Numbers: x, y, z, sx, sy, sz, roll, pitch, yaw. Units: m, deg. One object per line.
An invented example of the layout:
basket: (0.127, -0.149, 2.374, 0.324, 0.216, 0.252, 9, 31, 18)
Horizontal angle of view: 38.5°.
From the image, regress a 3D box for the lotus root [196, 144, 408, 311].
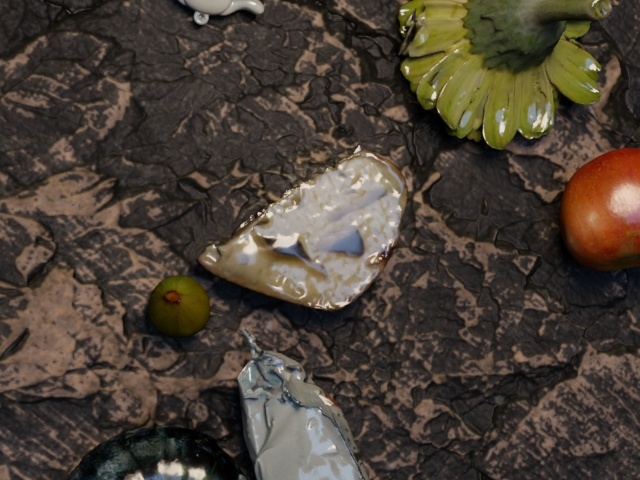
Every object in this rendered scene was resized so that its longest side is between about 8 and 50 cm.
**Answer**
lotus root: (0.000, 0.000, 1.115, 0.261, 0.074, 0.170, -41, 98, -10)

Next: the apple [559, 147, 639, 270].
apple: (0.380, -0.039, 1.152, 0.163, 0.163, 0.139, -6, 75, -12)

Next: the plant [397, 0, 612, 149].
plant: (0.216, -0.262, 1.116, 0.261, 0.297, 0.306, -9, 107, 18)

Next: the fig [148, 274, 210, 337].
fig: (-0.166, 0.075, 1.069, 0.074, 0.088, 0.074, 1, 71, -3)

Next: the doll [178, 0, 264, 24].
doll: (-0.126, -0.317, 1.110, 0.135, 0.071, 0.113, 37, 89, -12)

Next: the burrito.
burrito: (-0.001, 0.307, 1.083, 0.139, 0.101, 0.445, -17, 91, 3)

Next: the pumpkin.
pumpkin: (-0.178, 0.322, 1.015, 0.233, 0.163, 0.233, 4, 77, -18)
